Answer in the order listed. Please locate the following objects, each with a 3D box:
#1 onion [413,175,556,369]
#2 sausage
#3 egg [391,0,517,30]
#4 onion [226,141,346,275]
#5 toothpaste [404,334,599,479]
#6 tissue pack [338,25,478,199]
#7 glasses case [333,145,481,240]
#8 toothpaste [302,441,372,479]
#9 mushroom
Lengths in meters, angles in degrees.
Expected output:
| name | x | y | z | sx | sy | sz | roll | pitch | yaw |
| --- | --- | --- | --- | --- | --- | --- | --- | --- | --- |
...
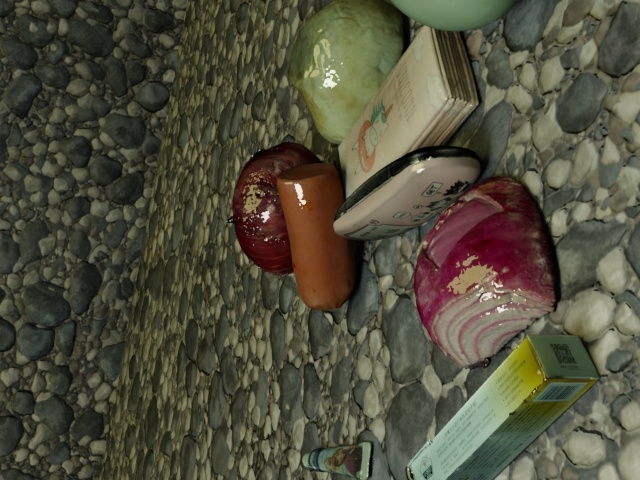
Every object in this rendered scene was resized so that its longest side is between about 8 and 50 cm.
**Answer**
| name | x | y | z | sx | sy | sz | roll | pitch | yaw |
| --- | --- | --- | --- | --- | --- | --- | --- | --- | --- |
| onion | 0.188 | 0.031 | 1.256 | 0.250 | 0.111 | 0.247 | 125 | 144 | -49 |
| sausage | 0.000 | 0.000 | 1.620 | 0.113 | 0.113 | 0.259 | -146 | 42 | -65 |
| egg | 0.179 | -0.396 | 1.296 | 0.282 | 0.203 | 0.203 | -117 | 42 | -59 |
| onion | -0.050 | -0.057 | 1.750 | 0.252 | 0.219 | 0.252 | 7 | -90 | -74 |
| toothpaste | 0.213 | 0.232 | 1.152 | 0.313 | 0.089 | 0.071 | -59 | 39 | 40 |
| tissue pack | 0.130 | -0.183 | 1.506 | 0.325 | 0.071 | 0.170 | 127 | 145 | -49 |
| glasses case | 0.125 | -0.065 | 1.415 | 0.314 | 0.122 | 0.075 | -36 | 55 | 58 |
| toothpaste | 0.027 | 0.375 | 1.601 | 0.216 | 0.037 | 0.062 | -20 | 62 | 59 |
| mushroom | 0.033 | -0.291 | 1.653 | 0.267 | 0.164 | 0.189 | 127 | 145 | -48 |
